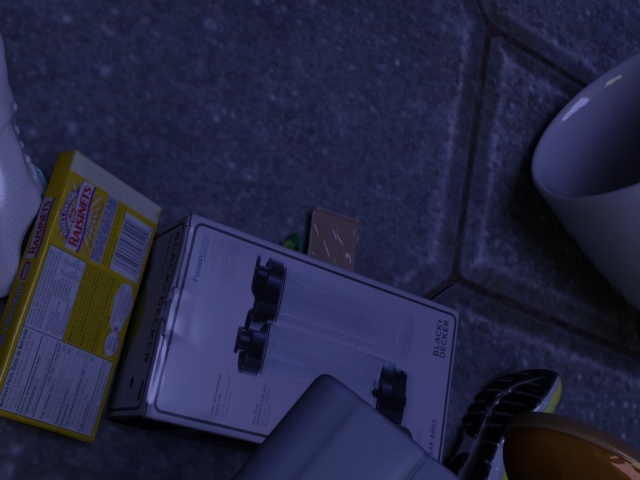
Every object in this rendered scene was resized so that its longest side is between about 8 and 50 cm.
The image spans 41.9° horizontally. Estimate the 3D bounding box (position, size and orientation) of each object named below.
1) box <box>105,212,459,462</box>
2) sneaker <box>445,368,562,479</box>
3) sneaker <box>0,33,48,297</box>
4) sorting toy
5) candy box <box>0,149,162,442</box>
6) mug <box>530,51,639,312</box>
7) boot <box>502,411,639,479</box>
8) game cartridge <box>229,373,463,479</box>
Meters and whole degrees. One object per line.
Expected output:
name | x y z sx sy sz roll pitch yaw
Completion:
box | -0.022 0.105 0.734 0.290 0.087 0.169 20 69 -29
sneaker | 0.194 0.224 0.862 0.094 0.081 0.208 51 64 -22
sneaker | -0.250 -0.060 0.640 0.094 0.080 0.212 8 81 -44
sorting toy | 0.000 0.000 0.818 0.083 0.012 0.062 18 74 -33
candy box | -0.190 0.044 0.651 0.105 0.027 0.206 38 58 -48
mug | 0.453 -0.055 1.002 0.328 0.276 0.374 47 27 -22
boot | 0.146 0.251 0.395 0.295 0.104 0.211 49 63 -7
game cartridge | 0.052 0.220 0.332 0.297 0.062 0.198 37 70 15
